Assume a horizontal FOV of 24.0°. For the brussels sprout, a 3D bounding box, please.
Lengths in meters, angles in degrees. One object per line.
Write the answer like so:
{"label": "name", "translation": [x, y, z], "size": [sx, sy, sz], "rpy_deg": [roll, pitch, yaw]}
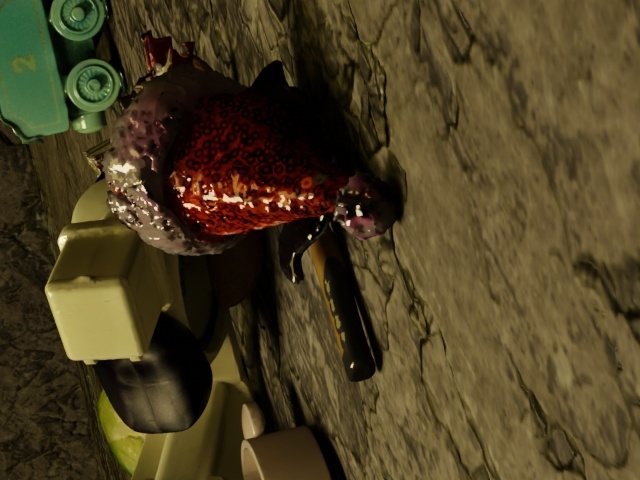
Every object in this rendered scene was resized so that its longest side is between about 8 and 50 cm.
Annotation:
{"label": "brussels sprout", "translation": [-0.192, 0.208, 1.754], "size": [0.155, 0.117, 0.155], "rpy_deg": [18, 116, 41]}

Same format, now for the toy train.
{"label": "toy train", "translation": [-0.329, -0.221, 1.813], "size": [0.112, 0.163, 0.203], "rpy_deg": [-150, 48, -74]}

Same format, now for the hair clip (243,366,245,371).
{"label": "hair clip", "translation": [-0.116, 0.127, 1.546], "size": [0.229, 0.036, 0.066], "rpy_deg": [-175, 67, -75]}

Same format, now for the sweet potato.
{"label": "sweet potato", "translation": [-0.078, -0.049, 1.226], "size": [0.050, 0.050, 0.214], "rpy_deg": [-147, 48, -70]}

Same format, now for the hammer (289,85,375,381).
{"label": "hammer", "translation": [0.000, 0.000, 1.013], "size": [0.078, 0.021, 0.201], "rpy_deg": [111, 144, -66]}

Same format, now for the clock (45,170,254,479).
{"label": "clock", "translation": [-0.129, 0.123, 1.276], "size": [0.276, 0.120, 0.379], "rpy_deg": [-76, -23, -57]}

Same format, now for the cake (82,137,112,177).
{"label": "cake", "translation": [-0.263, -0.060, 1.929], "size": [0.051, 0.055, 0.140], "rpy_deg": [-162, 58, -66]}

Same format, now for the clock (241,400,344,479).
{"label": "clock", "translation": [-0.015, 0.226, 1.198], "size": [0.156, 0.063, 0.229], "rpy_deg": [92, 163, -52]}

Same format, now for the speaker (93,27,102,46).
{"label": "speaker", "translation": [-0.414, -0.302, 1.934], "size": [0.192, 0.231, 0.153], "rpy_deg": [154, 103, -76]}

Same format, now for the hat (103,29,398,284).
{"label": "hat", "translation": [-0.033, -0.048, 0.938], "size": [0.227, 0.129, 0.140], "rpy_deg": [13, 87, 45]}
